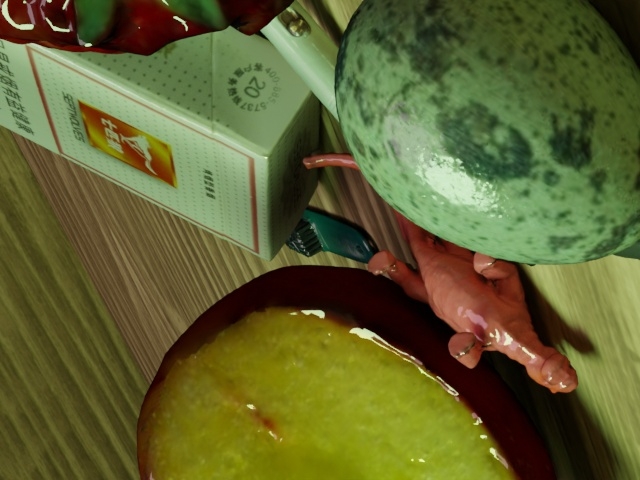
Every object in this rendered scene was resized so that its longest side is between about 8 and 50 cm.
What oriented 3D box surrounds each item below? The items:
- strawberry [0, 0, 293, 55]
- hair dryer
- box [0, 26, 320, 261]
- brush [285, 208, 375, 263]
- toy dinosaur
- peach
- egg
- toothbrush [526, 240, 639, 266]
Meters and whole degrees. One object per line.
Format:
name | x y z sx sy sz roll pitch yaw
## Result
strawberry | -0.153 -0.256 0.851 0.310 0.292 0.291 31 151 48
hair dryer | -0.025 -0.152 1.112 0.236 0.073 0.131 46 166 10
box | -0.161 -0.125 1.277 0.330 0.095 0.210 28 160 11
brush | 0.000 0.000 1.396 0.043 0.032 0.193 62 167 -17
toy dinosaur | 0.098 0.033 1.109 0.139 0.070 0.286 40 -176 -42
peach | 0.025 0.179 1.113 0.338 0.281 0.281 56 170 48
egg | 0.085 -0.058 0.748 0.172 0.132 0.132 42 163 13
toothbrush | 0.166 0.002 0.822 0.030 0.030 0.297 34 171 -16
